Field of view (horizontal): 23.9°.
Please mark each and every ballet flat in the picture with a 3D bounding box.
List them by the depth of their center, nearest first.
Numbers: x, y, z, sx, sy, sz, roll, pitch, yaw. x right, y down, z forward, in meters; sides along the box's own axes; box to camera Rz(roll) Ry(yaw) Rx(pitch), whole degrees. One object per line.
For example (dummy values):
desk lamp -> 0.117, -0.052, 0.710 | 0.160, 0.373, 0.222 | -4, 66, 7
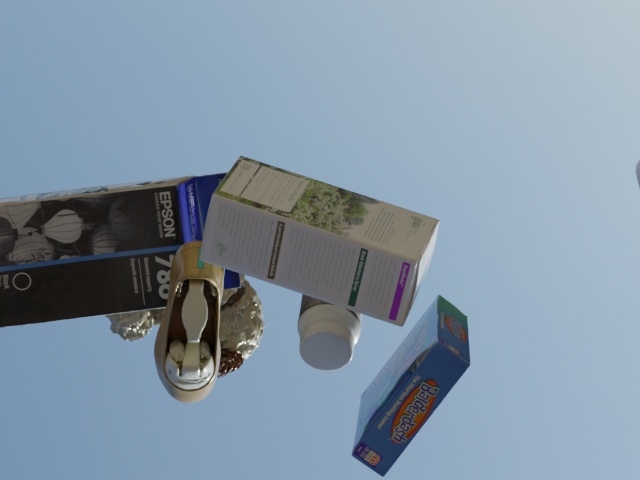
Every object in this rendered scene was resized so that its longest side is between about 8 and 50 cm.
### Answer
ballet flat -> -0.153, 0.111, 1.748 | 0.080, 0.232, 0.073 | 1, -148, -5

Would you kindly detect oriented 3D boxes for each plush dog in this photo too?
plush dog -> -0.162, 0.077, 2.214 | 0.225, 0.210, 0.262 | 56, -150, -24

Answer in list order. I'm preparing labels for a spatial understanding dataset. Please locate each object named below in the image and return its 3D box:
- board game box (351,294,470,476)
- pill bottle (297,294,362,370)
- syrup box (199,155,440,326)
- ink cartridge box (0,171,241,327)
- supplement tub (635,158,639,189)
board game box -> 0.103, 0.159, 1.697 | 0.047, 0.160, 0.210 | 35, -167, -4
pill bottle -> 0.013, 0.090, 1.850 | 0.078, 0.078, 0.137 | 23, -142, -11
syrup box -> 0.000, 0.000, 1.634 | 0.237, 0.096, 0.093 | 19, -145, 8
ink cartridge box -> -0.273, 0.011, 1.965 | 0.332, 0.165, 0.065 | -8, -168, -6
supplement tub -> 0.624, -0.052, 2.072 | 0.241, 0.331, 0.241 | -18, -90, -76
